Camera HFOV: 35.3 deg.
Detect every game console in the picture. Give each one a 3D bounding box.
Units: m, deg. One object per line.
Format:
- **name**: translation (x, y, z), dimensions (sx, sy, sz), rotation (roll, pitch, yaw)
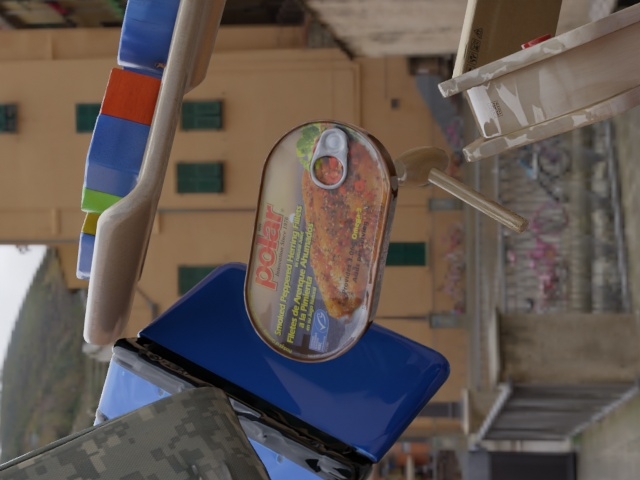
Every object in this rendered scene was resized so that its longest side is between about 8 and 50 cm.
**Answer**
- **game console**: translation (-0.058, 0.187, 1.004), dimensions (0.173, 0.293, 0.250), rotation (-3, -67, -59)

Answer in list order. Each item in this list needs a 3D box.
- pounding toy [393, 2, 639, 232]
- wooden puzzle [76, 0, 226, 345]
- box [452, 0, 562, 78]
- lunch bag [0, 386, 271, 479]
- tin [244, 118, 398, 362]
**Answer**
- **pounding toy**: translation (0.205, -0.104, 0.921), dimensions (0.154, 0.269, 0.155), rotation (-27, -82, -45)
- **wooden puzzle**: translation (-0.169, -0.107, 0.950), dimensions (0.322, 0.080, 0.348), rotation (120, 165, -62)
- **box**: translation (0.274, -0.305, 1.442), dimensions (0.021, 0.164, 0.201), rotation (8, 86, 56)
- **lunch bag**: translation (-0.122, 0.262, 0.554), dimensions (0.256, 0.305, 0.212), rotation (60, 160, 27)
- **tin**: translation (0.000, 0.000, 0.784), dimensions (0.040, 0.106, 0.190), rotation (-28, -50, -73)
